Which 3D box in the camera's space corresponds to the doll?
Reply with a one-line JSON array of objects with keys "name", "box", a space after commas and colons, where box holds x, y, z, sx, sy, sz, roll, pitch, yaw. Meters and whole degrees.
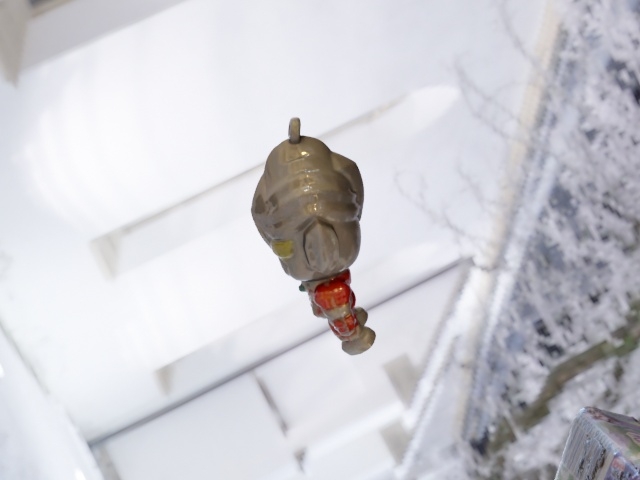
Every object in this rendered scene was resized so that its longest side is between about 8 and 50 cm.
[{"name": "doll", "box": [0.000, 0.000, 0.911, 0.094, 0.079, 0.180, -111, -176, -63]}]

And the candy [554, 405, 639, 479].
[{"name": "candy", "box": [0.217, 0.190, 0.815, 0.312, 0.061, 0.088, -126, -127, -77]}]
